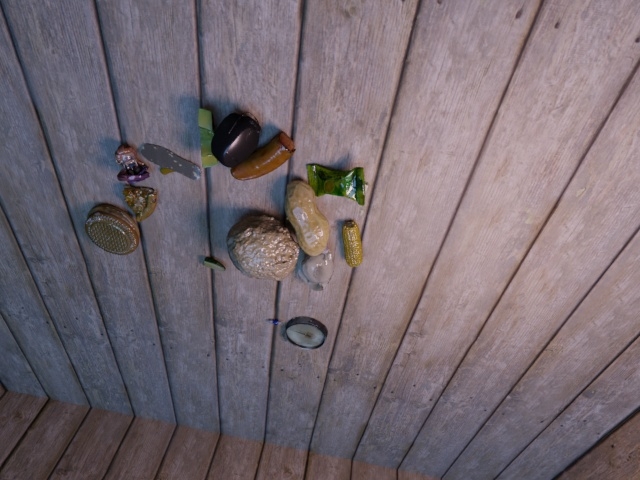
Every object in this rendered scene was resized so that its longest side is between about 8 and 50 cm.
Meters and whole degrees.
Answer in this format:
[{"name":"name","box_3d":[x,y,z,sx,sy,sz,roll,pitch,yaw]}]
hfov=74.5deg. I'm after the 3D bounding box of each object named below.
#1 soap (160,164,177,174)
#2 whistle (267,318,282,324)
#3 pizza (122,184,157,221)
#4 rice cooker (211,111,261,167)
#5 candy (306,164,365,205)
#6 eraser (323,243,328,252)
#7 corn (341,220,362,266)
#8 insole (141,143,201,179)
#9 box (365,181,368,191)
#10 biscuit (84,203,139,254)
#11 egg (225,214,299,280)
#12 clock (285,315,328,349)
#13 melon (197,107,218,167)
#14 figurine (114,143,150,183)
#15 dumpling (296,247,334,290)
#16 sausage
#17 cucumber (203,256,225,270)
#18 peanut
[{"name":"soap","box_3d":[-0.607,-0.287,1.696,0.089,0.012,0.034,-12,122,19]},{"name":"whistle","box_3d":[-0.238,0.428,2.206,0.083,0.029,0.033,6,167,12]},{"name":"pizza","box_3d":[-0.776,-0.173,1.791,0.182,0.062,0.161,-30,113,32]},{"name":"rice cooker","box_3d":[-0.297,-0.357,1.478,0.118,0.142,0.203,35,89,20]},{"name":"candy","box_3d":[0.060,-0.218,1.585,0.247,0.069,0.148,10,125,25]},{"name":"eraser","box_3d":[0.000,0.000,1.765,0.065,0.105,0.026,0,168,13]},{"name":"corn","box_3d":[0.134,0.021,1.771,0.080,0.080,0.238,-3,130,12]},{"name":"insole","box_3d":[-0.588,-0.312,1.664,0.248,0.011,0.081,25,115,-7]},{"name":"box","box_3d":[0.137,-0.208,1.618,0.083,0.024,0.054,18,128,-4]},{"name":"biscuit","box_3d":[-0.943,-0.045,1.913,0.259,0.079,0.259,6,131,7]},{"name":"egg","box_3d":[-0.241,0.033,1.737,0.311,0.279,0.279,18,130,0]},{"name":"clock","box_3d":[-0.075,0.490,2.214,0.226,0.049,0.225,4,130,5]},{"name":"melon","box_3d":[-0.408,-0.376,1.524,0.064,0.117,0.209,0,142,-7]},{"name":"figurine","box_3d":[-0.756,-0.298,1.665,0.157,0.126,0.114,64,160,-7]},{"name":"dumpling","box_3d":[-0.034,0.109,1.848,0.173,0.142,0.246,20,116,30]},{"name":"sausage","box_3d":[-0.217,-0.299,1.561,0.271,0.108,0.109,-22,122,25]},{"name":"cucumber","box_3d":[-0.497,0.111,1.989,0.108,0.035,0.067,21,148,-9]},{"name":"peanut","box_3d":[-0.054,-0.087,1.660,0.149,0.149,0.313,-17,106,22]}]
